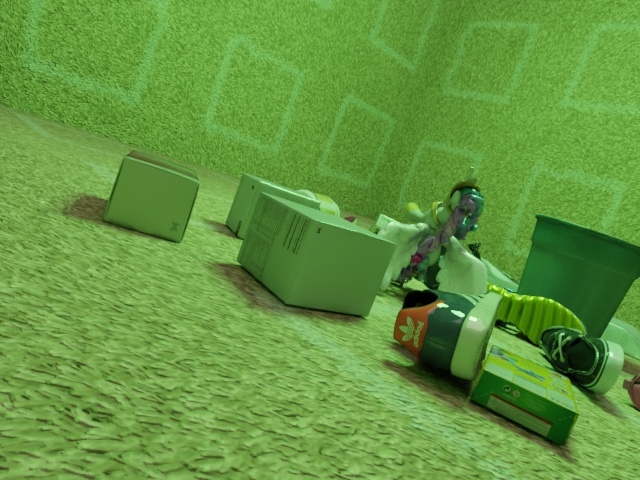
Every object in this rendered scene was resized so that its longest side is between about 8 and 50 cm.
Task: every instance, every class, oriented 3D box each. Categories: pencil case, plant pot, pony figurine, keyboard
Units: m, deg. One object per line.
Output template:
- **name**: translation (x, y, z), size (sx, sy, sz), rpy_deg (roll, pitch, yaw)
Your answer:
- **pencil case**: translation (0.713, 0.314, 1.019), size (0.209, 0.095, 0.098), rpy_deg (17, -8, -40)
- **plant pot**: translation (0.759, 0.132, 1.490), size (0.340, 0.334, 0.341), rpy_deg (21, 7, -3)
- **pony figurine**: translation (0.268, 0.014, 1.236), size (0.302, 0.351, 0.363), rpy_deg (23, -12, -3)
- **keyboard**: translation (0.449, 0.069, 1.649), size (0.201, 0.033, 0.317), rpy_deg (-11, 25, 14)

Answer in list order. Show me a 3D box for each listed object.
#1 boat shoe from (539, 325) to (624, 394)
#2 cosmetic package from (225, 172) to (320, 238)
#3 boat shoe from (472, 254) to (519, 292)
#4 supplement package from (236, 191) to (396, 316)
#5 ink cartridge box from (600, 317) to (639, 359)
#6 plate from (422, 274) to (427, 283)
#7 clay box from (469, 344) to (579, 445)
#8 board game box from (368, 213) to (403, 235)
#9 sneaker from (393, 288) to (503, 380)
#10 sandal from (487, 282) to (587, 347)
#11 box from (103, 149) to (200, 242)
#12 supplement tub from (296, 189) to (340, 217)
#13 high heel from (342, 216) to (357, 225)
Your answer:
- **boat shoe**: translation (0.533, 0.234, 1.035), size (0.102, 0.108, 0.301), rpy_deg (22, 5, 11)
- **cosmetic package**: translation (-0.128, -0.072, 1.295), size (0.183, 0.151, 0.151), rpy_deg (18, 7, -28)
- **boat shoe**: translation (0.691, 0.175, 1.946), size (0.119, 0.121, 0.335), rpy_deg (24, 14, -37)
- **supplement package**: translation (-0.012, 0.024, 0.912), size (0.194, 0.149, 0.203), rpy_deg (15, 9, -36)
- **ink cartridge box**: translation (1.163, 0.372, 1.791), size (0.384, 0.091, 0.308), rpy_deg (24, 8, 36)
- **plate**: translation (0.381, 0.130, 1.702), size (0.188, 0.024, 0.188), rpy_deg (20, 6, -2)
- **clay box**: translation (0.305, 0.218, 0.739), size (0.127, 0.053, 0.222), rpy_deg (23, 7, 23)
- **board game box**: translation (0.275, -0.002, 1.840), size (0.192, 0.053, 0.305), rpy_deg (26, -11, 1)
- **sneaker**: translation (0.217, 0.135, 0.838), size (0.148, 0.131, 0.350), rpy_deg (16, 1, 23)
- **sandal**: translation (0.546, 0.196, 1.312), size (0.317, 0.126, 0.138), rpy_deg (27, 6, 32)
- **box**: translation (-0.341, -0.099, 1.014), size (0.148, 0.127, 0.232), rpy_deg (18, 7, -20)
- **supplement tub**: translation (-0.028, -0.106, 1.843), size (0.144, 0.145, 0.199), rpy_deg (25, 8, 31)
- **high heel**: translation (0.000, 0.000, 1.237), size (0.181, 0.127, 0.377), rpy_deg (2, 2, 7)
